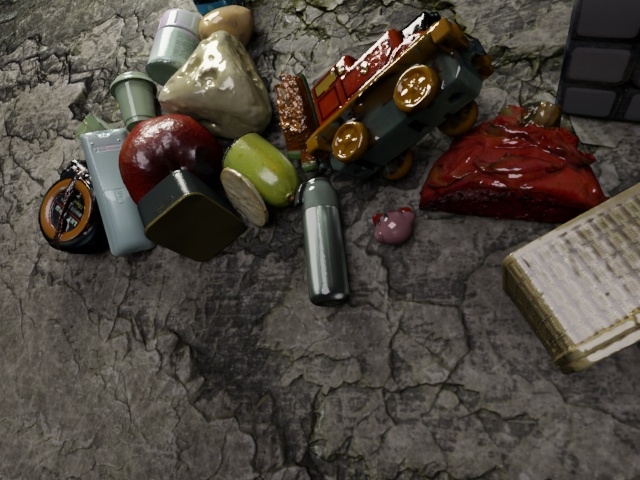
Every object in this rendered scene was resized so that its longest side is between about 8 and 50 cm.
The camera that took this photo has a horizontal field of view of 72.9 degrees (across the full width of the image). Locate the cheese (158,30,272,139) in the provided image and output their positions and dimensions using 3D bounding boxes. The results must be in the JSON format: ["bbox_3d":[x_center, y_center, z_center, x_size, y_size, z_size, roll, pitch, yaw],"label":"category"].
[{"bbox_3d":[-0.213,-0.360,1.015,0.248,0.173,0.251,26,79,28],"label":"cheese"}]

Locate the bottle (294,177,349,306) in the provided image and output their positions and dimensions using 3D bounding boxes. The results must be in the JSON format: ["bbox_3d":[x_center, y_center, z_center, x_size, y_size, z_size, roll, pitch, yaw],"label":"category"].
[{"bbox_3d":[0.000,0.000,0.855,0.096,0.079,0.253,4,69,-23],"label":"bottle"}]

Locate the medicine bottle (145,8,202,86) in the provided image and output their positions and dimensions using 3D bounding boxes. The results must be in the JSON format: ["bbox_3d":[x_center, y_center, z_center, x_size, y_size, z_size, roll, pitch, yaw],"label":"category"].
[{"bbox_3d":[-0.372,-0.500,1.141,0.135,0.135,0.168,1,74,22],"label":"medicine bottle"}]

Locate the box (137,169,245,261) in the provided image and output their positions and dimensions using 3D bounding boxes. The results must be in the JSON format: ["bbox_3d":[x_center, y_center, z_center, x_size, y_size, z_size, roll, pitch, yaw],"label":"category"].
[{"bbox_3d":[-0.272,-0.051,0.922,0.144,0.201,0.090,-38,59,8],"label":"box"}]

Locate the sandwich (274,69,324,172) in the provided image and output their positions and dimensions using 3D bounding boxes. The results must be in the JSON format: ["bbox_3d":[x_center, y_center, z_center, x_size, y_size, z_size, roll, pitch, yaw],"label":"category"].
[{"bbox_3d":[-0.054,-0.255,0.930,0.079,0.159,0.235,-15,88,12],"label":"sandwich"}]

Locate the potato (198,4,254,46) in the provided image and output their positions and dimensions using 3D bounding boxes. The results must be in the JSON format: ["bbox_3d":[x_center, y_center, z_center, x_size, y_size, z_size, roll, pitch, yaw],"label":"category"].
[{"bbox_3d":[-0.238,-0.542,1.114,0.147,0.112,0.112,-16,66,-5],"label":"potato"}]

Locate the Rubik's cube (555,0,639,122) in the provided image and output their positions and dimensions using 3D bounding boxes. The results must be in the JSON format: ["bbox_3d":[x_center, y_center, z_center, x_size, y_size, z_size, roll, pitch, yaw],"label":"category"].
[{"bbox_3d":[0.555,-0.370,0.632,0.305,0.304,0.301,16,80,28],"label":"Rubik's cube"}]

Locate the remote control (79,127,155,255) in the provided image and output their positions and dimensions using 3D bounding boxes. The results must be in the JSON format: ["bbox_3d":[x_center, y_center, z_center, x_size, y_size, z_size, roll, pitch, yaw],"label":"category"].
[{"bbox_3d":[-0.474,-0.114,1.021,0.103,0.051,0.293,-15,97,-22],"label":"remote control"}]

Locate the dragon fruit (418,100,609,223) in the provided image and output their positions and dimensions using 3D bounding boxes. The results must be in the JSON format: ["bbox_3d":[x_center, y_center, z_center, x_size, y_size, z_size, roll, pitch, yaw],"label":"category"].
[{"bbox_3d":[0.324,-0.153,0.739,0.317,0.152,0.205,6,75,24],"label":"dragon fruit"}]

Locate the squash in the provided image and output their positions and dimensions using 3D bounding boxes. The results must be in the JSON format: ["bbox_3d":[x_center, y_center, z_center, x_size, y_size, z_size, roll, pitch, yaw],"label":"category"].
[{"bbox_3d":[-0.113,-0.142,0.930,0.187,0.123,0.123,39,90,25],"label":"squash"}]

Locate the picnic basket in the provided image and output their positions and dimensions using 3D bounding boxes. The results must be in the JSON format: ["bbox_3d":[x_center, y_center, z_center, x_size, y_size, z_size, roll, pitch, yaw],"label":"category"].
[{"bbox_3d":[0.435,0.045,0.586,0.313,0.228,0.175,-32,63,11],"label":"picnic basket"}]

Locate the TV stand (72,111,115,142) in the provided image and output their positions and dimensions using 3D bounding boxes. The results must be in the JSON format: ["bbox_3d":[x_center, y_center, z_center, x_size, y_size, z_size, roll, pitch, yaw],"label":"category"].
[{"bbox_3d":[-0.541,-0.230,1.147,0.269,0.088,0.083,41,92,27],"label":"TV stand"}]

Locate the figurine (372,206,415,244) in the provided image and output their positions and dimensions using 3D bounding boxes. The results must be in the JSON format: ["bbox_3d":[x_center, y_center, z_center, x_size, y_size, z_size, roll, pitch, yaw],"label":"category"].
[{"bbox_3d":[0.141,-0.026,0.818,0.083,0.071,0.067,-30,106,19],"label":"figurine"}]

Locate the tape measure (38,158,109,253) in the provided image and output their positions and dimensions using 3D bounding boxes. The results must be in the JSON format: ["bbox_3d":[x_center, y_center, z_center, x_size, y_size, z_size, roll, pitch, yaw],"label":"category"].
[{"bbox_3d":[-0.598,-0.072,1.099,0.202,0.135,0.223,34,90,17],"label":"tape measure"}]

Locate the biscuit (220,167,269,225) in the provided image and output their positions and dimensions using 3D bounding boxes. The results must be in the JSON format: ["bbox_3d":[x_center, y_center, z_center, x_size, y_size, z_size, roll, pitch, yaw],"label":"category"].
[{"bbox_3d":[-0.163,-0.090,0.923,0.152,0.152,0.020,34,62,27],"label":"biscuit"}]

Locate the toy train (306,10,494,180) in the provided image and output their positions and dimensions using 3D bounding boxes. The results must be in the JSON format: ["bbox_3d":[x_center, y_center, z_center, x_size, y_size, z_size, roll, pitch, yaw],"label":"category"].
[{"bbox_3d":[0.116,-0.253,0.795,0.369,0.163,0.231,-34,61,37],"label":"toy train"}]

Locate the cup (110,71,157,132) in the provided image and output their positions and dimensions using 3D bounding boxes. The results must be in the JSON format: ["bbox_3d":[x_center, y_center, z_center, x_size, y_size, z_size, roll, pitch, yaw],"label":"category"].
[{"bbox_3d":[-0.490,-0.363,1.165,0.120,0.120,0.141,-21,80,15],"label":"cup"}]

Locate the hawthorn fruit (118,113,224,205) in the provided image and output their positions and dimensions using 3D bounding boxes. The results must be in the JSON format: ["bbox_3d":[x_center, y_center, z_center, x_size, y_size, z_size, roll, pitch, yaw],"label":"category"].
[{"bbox_3d":[-0.351,-0.195,0.997,0.230,0.210,0.266,-36,59,0],"label":"hawthorn fruit"}]

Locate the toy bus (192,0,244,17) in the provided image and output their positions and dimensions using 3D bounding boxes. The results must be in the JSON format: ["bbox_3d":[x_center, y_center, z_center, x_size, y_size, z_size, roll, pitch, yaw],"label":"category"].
[{"bbox_3d":[-0.270,-0.734,1.175,0.113,0.134,0.246,6,75,24],"label":"toy bus"}]
